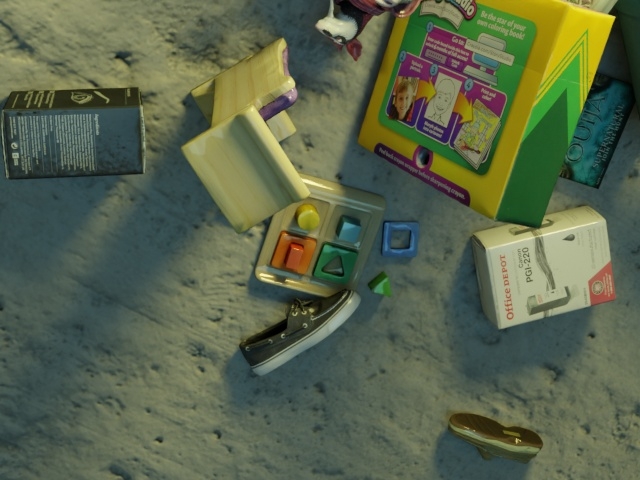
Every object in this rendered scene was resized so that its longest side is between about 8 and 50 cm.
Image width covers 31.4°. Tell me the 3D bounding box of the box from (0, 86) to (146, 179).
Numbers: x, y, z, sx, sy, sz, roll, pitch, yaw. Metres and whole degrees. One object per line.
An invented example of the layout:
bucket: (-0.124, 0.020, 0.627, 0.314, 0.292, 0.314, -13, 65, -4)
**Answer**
box: (-0.370, -0.165, 1.732, 0.207, 0.153, 0.108, -2, 108, -8)

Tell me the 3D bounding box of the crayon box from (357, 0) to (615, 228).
crayon box: (0.231, -0.230, 1.700, 0.106, 0.363, 0.313, 8, 108, -35)

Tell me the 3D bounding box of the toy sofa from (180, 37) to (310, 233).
toy sofa: (-0.087, -0.164, 1.672, 0.177, 0.362, 0.150, -29, 110, 6)

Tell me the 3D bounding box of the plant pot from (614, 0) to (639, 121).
plant pot: (0.616, -0.321, 1.777, 0.341, 0.341, 0.334, -17, 118, -4)

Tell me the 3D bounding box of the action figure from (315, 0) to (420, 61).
action figure: (0.059, -0.449, 1.700, 0.248, 0.275, 0.370, 24, 133, 17)

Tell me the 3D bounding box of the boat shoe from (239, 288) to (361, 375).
boat shoe: (-0.040, 0.139, 1.925, 0.228, 0.080, 0.076, -34, 105, 18)

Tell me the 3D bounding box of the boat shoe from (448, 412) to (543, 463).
boat shoe: (0.310, 0.371, 2.072, 0.190, 0.068, 0.072, 19, 115, -15)

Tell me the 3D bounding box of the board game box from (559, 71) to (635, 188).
board game box: (0.449, -0.192, 1.931, 0.126, 0.026, 0.186, 16, 105, -15)

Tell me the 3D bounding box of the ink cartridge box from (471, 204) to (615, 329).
ink cartridge box: (0.383, 0.045, 1.963, 0.218, 0.092, 0.158, -13, 109, -3)

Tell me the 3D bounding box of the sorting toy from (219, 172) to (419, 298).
sorting toy: (0.000, 0.000, 1.905, 0.348, 0.047, 0.196, 15, 105, -14)

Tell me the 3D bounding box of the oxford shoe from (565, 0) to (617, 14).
oxford shoe: (0.356, -0.306, 1.745, 0.130, 0.169, 0.449, 7, 141, -24)
